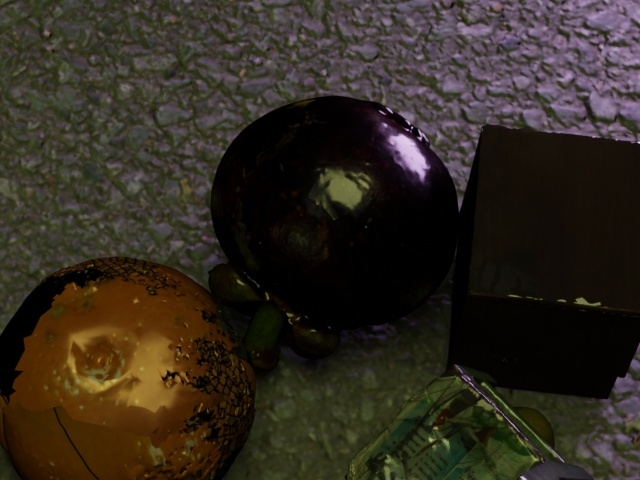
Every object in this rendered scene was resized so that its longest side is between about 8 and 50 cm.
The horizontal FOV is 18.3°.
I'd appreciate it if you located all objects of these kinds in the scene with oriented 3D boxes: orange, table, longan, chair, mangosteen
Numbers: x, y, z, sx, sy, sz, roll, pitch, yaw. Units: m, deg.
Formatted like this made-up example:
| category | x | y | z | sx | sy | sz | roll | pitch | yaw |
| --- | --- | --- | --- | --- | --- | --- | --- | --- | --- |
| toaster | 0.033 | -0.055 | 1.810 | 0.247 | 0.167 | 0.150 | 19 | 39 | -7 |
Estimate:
| category | x | y | z | sx | sy | sz | roll | pitch | yaw |
| --- | --- | --- | --- | --- | --- | --- | --- | --- | --- |
| orange | -0.172 | 0.127 | 1.714 | 0.234 | 0.182 | 0.234 | 0 | 75 | 1 |
| table | 0.210 | 0.024 | 1.777 | 0.172 | 0.193 | 0.169 | 7 | 62 | 0 |
| longan | 0.178 | 0.184 | 1.754 | 0.075 | 0.083 | 0.075 | 0 | 90 | -29 |
| chair | 0.105 | 0.192 | 1.603 | 0.136 | 0.270 | 0.147 | -47 | 72 | 9 |
| mangosteen | 0.000 | 0.000 | 1.775 | 0.228 | 0.228 | 0.265 | 34 | 93 | 13 |
